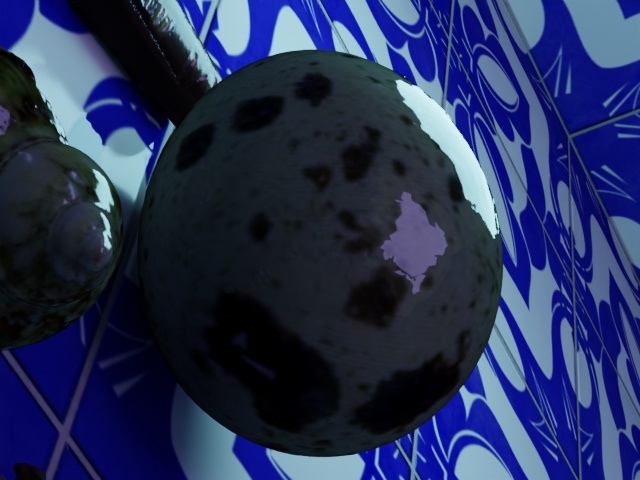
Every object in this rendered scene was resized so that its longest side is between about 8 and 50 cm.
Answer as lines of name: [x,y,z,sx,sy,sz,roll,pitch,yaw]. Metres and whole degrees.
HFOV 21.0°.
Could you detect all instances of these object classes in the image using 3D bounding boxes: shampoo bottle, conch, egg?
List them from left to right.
conch: [-0.201,-0.025,1.025,0.124,0.181,0.187,-52,145,-75]
shampoo bottle: [-0.158,-0.197,1.471,0.236,0.067,0.068,54,33,-38]
egg: [0.000,0.000,1.366,0.288,0.287,0.379,55,25,-37]

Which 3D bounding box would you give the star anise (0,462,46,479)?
star anise: [-0.182,0.192,1.056,0.141,0.042,0.141,56,22,-37]
